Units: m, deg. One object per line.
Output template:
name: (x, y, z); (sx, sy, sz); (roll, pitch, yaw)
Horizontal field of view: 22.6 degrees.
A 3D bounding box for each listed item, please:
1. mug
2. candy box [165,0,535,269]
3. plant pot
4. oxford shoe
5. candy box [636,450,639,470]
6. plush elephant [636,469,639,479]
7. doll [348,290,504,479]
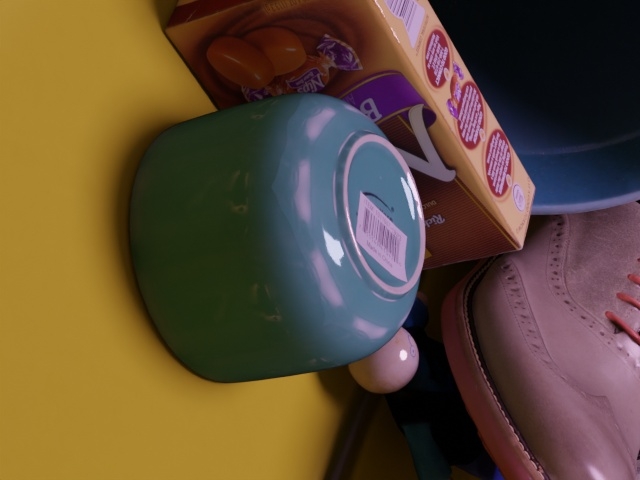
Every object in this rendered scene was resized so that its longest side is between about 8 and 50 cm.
mug: (-0.005, -0.007, 0.752); (0.158, 0.097, 0.129); (-33, 108, -57)
candy box: (0.020, -0.064, 0.803); (0.186, 0.109, 0.053); (54, 38, -34)
plant pot: (0.121, -0.199, 0.899); (0.271, 0.272, 0.255); (53, 23, -35)
oxford shoe: (0.152, 0.039, 0.890); (0.123, 0.130, 0.348); (53, 21, -20)
candy box: (0.306, 0.190, 1.221); (0.233, 0.071, 0.159); (60, 34, -28)
plush elephant: (0.281, 0.265, 0.989); (0.271, 0.255, 0.330); (64, -7, -8)
doll: (0.068, 0.085, 0.889); (0.189, 0.046, 0.129); (32, 42, -52)
